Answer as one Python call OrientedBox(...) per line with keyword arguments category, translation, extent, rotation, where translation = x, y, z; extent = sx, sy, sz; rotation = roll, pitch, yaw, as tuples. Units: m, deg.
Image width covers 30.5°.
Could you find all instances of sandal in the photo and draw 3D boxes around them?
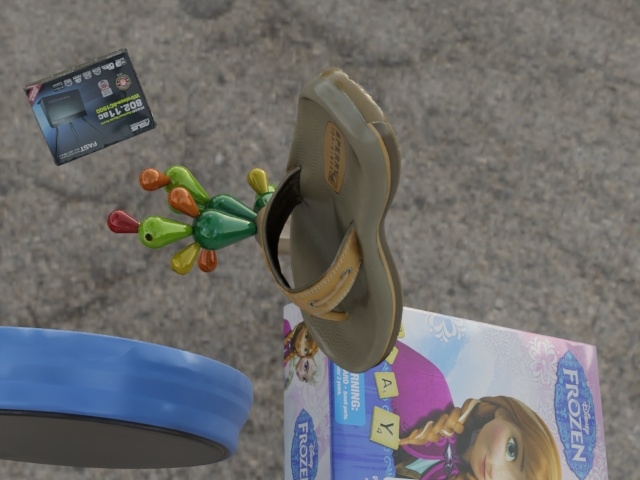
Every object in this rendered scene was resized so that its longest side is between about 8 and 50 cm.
OrientedBox(category="sandal", translation=(0.000, 0.000, 0.540), extent=(0.049, 0.180, 0.072), rotation=(-34, 57, -25))

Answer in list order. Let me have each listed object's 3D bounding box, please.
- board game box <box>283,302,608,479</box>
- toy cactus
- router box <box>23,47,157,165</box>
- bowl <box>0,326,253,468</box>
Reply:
OrientedBox(category="board game box", translation=(0.115, 0.223, 0.959), extent=(0.318, 0.066, 0.319), rotation=(12, 67, -36))
OrientedBox(category="toy cactus", translation=(-0.074, -0.010, 1.084), extent=(0.180, 0.112, 0.219), rotation=(14, 6, 28))
OrientedBox(category="router box", translation=(-0.253, -0.147, 1.294), extent=(0.122, 0.092, 0.038), rotation=(-23, 20, -7))
OrientedBox(category="bowl", translation=(-0.266, 0.173, 1.204), extent=(0.391, 0.391, 0.077), rotation=(4, 71, -3))
